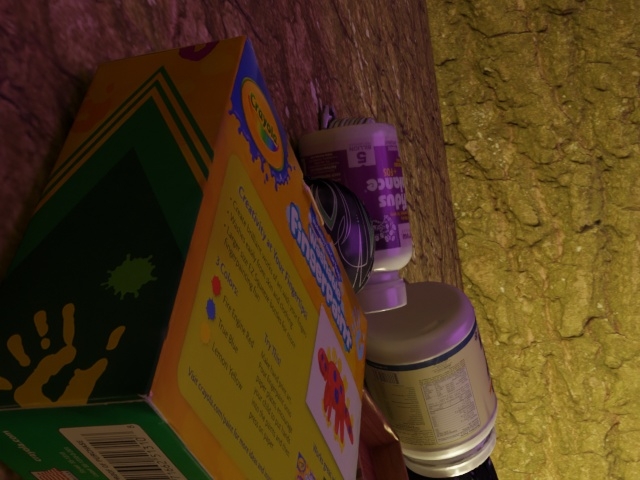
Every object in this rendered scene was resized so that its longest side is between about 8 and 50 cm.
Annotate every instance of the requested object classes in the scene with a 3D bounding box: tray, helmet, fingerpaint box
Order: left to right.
[{"bbox_3d":[-0.095,0.106,0.780,0.444,0.163,0.371,66,24,-46],"label":"fingerpaint box"},{"bbox_3d":[0.000,0.000,1.161,0.161,0.170,0.169,-101,176,-66],"label":"helmet"},{"bbox_3d":[0.069,0.353,1.338,0.411,0.076,0.202,61,14,-53],"label":"tray"}]

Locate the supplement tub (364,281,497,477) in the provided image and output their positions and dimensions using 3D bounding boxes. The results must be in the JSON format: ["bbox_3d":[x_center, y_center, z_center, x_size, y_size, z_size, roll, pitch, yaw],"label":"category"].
[{"bbox_3d":[0.210,0.269,1.604,0.235,0.236,0.324,-70,146,-58],"label":"supplement tub"}]

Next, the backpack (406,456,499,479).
[{"bbox_3d":[0.287,0.573,1.793,0.355,0.273,0.290,53,26,-20],"label":"backpack"}]

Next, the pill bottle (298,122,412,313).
[{"bbox_3d":[0.063,-0.034,1.376,0.169,0.169,0.301,-15,97,-74],"label":"pill bottle"}]

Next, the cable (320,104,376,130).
[{"bbox_3d":[0.075,-0.110,1.594,0.257,0.089,0.257,54,33,-59],"label":"cable"}]
